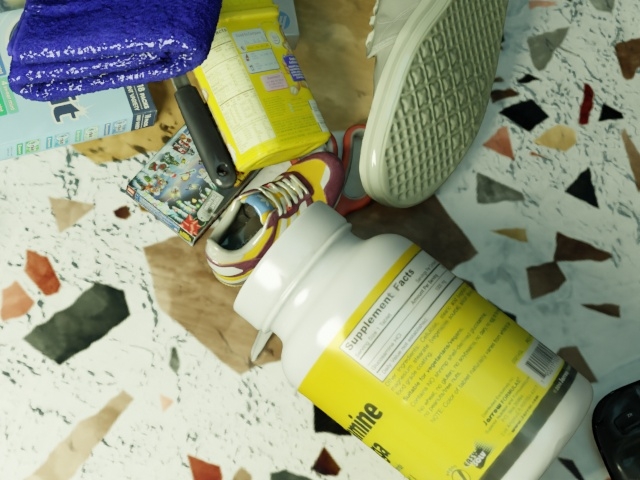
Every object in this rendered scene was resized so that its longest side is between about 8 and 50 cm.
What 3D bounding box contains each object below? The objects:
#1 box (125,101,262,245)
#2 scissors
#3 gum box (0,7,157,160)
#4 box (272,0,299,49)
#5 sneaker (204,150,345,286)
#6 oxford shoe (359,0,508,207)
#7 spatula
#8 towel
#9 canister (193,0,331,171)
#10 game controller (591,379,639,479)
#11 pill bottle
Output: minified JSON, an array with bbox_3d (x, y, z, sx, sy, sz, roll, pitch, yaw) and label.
[{"bbox_3d":[-0.129,-0.072,1.587,0.094,0.027,0.137,38,65,4],"label":"box"},{"bbox_3d":[0.000,0.000,1.586,0.109,0.021,0.297,13,65,-6],"label":"scissors"},{"bbox_3d":[-0.288,-0.177,1.591,0.184,0.041,0.157,-15,70,-17],"label":"gum box"},{"bbox_3d":[-0.110,-0.301,1.683,0.145,0.038,0.186,-5,69,-12],"label":"box"},{"bbox_3d":[-0.044,-0.033,1.540,0.069,0.084,0.185,37,73,20],"label":"sneaker"},{"bbox_3d":[0.118,-0.241,1.664,0.130,0.169,0.449,3,69,35],"label":"oxford shoe"},{"bbox_3d":[-0.154,-0.186,1.593,0.084,0.030,0.296,-20,78,-17],"label":"spatula"},{"bbox_3d":[-0.204,-0.289,1.542,0.228,0.076,0.308,-9,51,19],"label":"towel"},{"bbox_3d":[-0.071,-0.166,1.568,0.126,0.073,0.170,-17,80,-48],"label":"canister"},{"bbox_3d":[0.447,0.198,1.582,0.319,0.067,0.166,-18,86,-18],"label":"game controller"},{"bbox_3d":[0.085,0.116,1.464,0.334,0.188,0.188,38,65,6],"label":"pill bottle"}]
